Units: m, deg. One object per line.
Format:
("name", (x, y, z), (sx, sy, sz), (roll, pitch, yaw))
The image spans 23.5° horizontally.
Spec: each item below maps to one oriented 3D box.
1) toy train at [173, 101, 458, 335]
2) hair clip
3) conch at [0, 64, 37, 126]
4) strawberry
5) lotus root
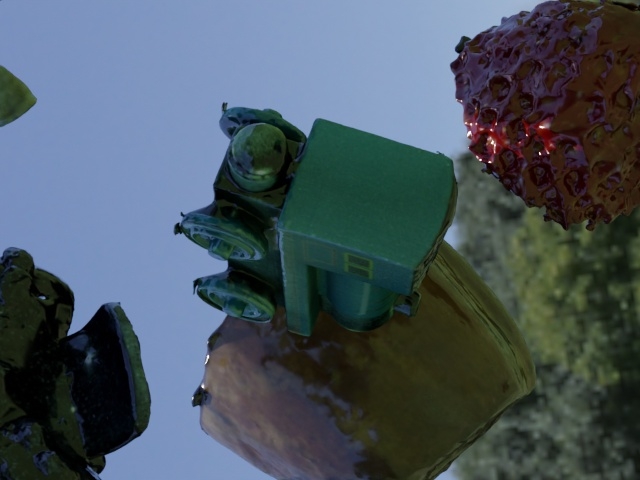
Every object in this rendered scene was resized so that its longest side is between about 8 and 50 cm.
("toy train", (0.000, 0.000, 1.208), (0.298, 0.194, 0.120), (89, -161, -71))
("hair clip", (-0.233, 0.119, 1.014), (0.194, 0.206, 0.310), (-55, 42, 47))
("conch", (-0.380, -0.180, 1.027), (0.203, 0.386, 0.169), (-57, -16, -10))
("strawberry", (0.241, -0.149, 1.380), (0.178, 0.234, 0.234), (126, 149, -51))
("lotus root", (0.056, 0.138, 1.498), (0.250, 0.316, 0.316), (40, -179, 20))
